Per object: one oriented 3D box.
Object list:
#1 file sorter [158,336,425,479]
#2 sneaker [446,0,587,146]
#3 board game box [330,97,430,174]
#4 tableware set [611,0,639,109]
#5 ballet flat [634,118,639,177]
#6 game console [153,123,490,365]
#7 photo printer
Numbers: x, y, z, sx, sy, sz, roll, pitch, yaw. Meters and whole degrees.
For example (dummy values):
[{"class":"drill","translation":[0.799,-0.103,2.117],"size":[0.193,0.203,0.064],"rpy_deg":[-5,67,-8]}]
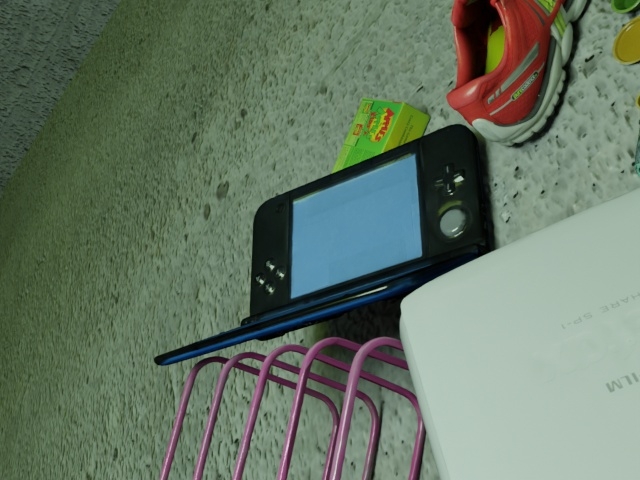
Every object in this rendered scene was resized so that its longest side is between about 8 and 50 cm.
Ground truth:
[{"class":"file sorter","translation":[0.009,0.195,0.732],"size":[0.291,0.202,0.182],"rpy_deg":[-17,55,53]},{"class":"sneaker","translation":[0.186,-0.233,0.816],"size":[0.107,0.118,0.278],"rpy_deg":[-13,60,54]},{"class":"board game box","translation":[0.053,-0.074,0.995],"size":[0.092,0.043,0.181],"rpy_deg":[24,91,59]},{"class":"tableware set","translation":[0.287,-0.176,0.713],"size":[0.104,0.024,0.154],"rpy_deg":[-24,51,50]},{"class":"ballet flat","translation":[0.262,-0.098,0.573],"size":[0.070,0.070,0.188],"rpy_deg":[-34,7,43]},{"class":"game console","translation":[0.000,0.000,0.834],"size":[0.293,0.173,0.250],"rpy_deg":[-20,56,31]},{"class":"photo printer","translation":[0.187,0.101,0.471],"size":[0.256,0.107,0.307],"rpy_deg":[-24,30,9]}]
